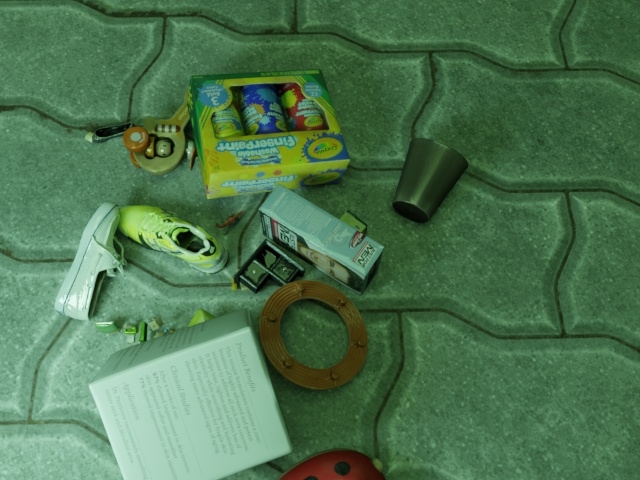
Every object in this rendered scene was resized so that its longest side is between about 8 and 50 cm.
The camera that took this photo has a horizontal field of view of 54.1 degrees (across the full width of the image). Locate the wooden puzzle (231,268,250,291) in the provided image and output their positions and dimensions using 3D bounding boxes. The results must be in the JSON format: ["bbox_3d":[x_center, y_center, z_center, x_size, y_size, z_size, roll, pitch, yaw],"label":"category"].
[{"bbox_3d":[-0.220,0.118,1.941,0.116,0.014,0.079,-6,70,-9],"label":"wooden puzzle"}]

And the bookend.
[{"bbox_3d":[-0.156,0.106,1.906,0.156,0.072,0.157,37,70,8],"label":"bookend"}]

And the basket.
[{"bbox_3d":[0.333,-0.185,2.005,0.204,0.154,0.227,26,73,11],"label":"basket"}]

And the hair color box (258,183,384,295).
[{"bbox_3d":[0.000,0.000,1.900,0.374,0.185,0.113,31,70,12],"label":"hair color box"}]

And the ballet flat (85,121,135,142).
[{"bbox_3d":[-0.714,-0.373,2.128,0.173,0.049,0.057,-15,67,-7],"label":"ballet flat"}]

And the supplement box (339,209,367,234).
[{"bbox_3d":[0.091,-0.034,1.985,0.083,0.056,0.083,38,72,14],"label":"supplement box"}]

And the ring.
[{"bbox_3d":[-0.013,0.262,1.804,0.336,0.032,0.337,12,55,-18],"label":"ring"}]

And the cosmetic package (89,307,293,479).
[{"bbox_3d":[-0.316,0.405,1.597,0.393,0.327,0.329,-18,95,-8],"label":"cosmetic package"}]

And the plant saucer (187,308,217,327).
[{"bbox_3d":[-0.316,0.319,1.802,0.188,0.045,0.188,35,69,-10],"label":"plant saucer"}]

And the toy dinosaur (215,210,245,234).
[{"bbox_3d":[-0.295,-0.064,1.989,0.047,0.090,0.082,44,29,6],"label":"toy dinosaur"}]

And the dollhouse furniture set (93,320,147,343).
[{"bbox_3d":[-0.587,0.273,1.840,0.151,0.076,0.059,-1,66,-2],"label":"dollhouse furniture set"}]

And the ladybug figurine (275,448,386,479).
[{"bbox_3d":[-0.007,0.720,1.606,0.449,0.162,0.305,-42,73,-16],"label":"ladybug figurine"}]

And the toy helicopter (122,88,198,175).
[{"bbox_3d":[-0.469,-0.364,2.082,0.235,0.140,0.355,27,68,6],"label":"toy helicopter"}]

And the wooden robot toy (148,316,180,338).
[{"bbox_3d":[-0.429,0.288,1.848,0.173,0.076,0.079,46,32,-6],"label":"wooden robot toy"}]

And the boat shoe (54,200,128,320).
[{"bbox_3d":[-0.651,0.070,1.884,0.156,0.136,0.367,21,79,1],"label":"boat shoe"}]

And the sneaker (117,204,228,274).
[{"bbox_3d":[-0.462,-0.031,1.932,0.384,0.147,0.145,20,70,11],"label":"sneaker"}]

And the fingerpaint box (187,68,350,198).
[{"bbox_3d":[-0.173,-0.352,2.014,0.444,0.163,0.371,-8,67,-18],"label":"fingerpaint box"}]
